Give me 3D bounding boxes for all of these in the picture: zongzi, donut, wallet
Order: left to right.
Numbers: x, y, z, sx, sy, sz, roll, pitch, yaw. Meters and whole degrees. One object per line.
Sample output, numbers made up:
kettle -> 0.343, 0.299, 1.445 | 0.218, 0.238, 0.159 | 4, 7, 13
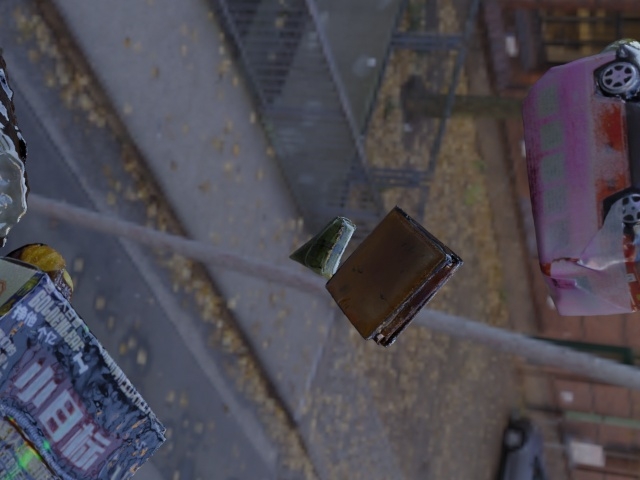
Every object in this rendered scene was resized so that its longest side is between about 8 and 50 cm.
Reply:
donut -> -0.354, 0.066, 1.395 | 0.059, 0.140, 0.140 | 66, 34, -35
zongzi -> 0.000, 0.000, 1.986 | 0.052, 0.113, 0.104 | 30, 88, -37
wallet -> 0.092, 0.048, 1.597 | 0.161, 0.195, 0.042 | -47, 118, 1

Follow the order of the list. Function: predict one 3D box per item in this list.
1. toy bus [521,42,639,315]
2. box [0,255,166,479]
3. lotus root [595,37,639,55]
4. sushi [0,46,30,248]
toy bus -> 0.305, -0.068, 1.292 | 0.127, 0.147, 0.302 | 52, 33, -50
box -> -0.283, 0.188, 0.901 | 0.310, 0.084, 0.198 | -48, 129, -25
lotus root -> 0.402, -0.201, 1.665 | 0.192, 0.088, 0.113 | -45, 114, -21
sushi -> -0.539, -0.128, 1.595 | 0.294, 0.281, 0.299 | -119, -141, -48
